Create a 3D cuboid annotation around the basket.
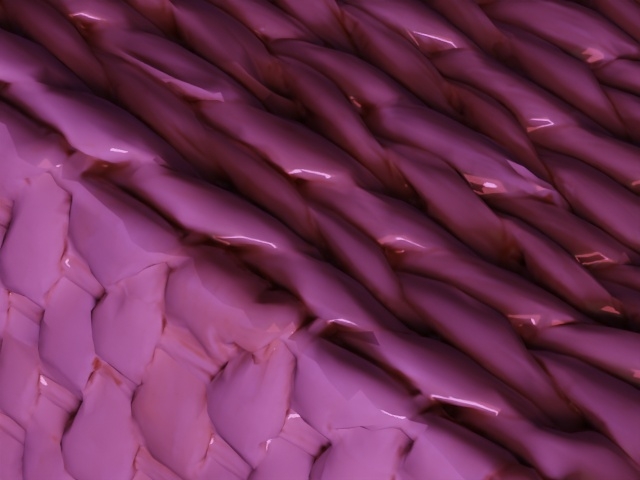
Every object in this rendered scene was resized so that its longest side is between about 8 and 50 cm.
[{"bbox_3d":[0.000,0.000,0.629,0.328,0.266,0.331,35,147,11],"label":"basket"}]
